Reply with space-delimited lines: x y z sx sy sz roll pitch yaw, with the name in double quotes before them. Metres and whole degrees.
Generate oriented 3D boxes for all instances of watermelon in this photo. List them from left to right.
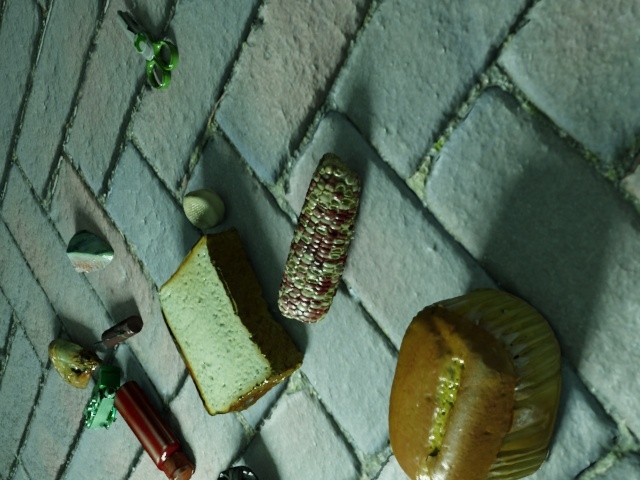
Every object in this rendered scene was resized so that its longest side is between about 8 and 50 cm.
"watermelon" -0.565 0.033 1.852 0.180 0.081 0.094 0 124 51

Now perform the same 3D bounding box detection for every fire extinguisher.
"fire extinguisher" -0.480 0.220 1.788 0.157 0.078 0.045 -27 85 41

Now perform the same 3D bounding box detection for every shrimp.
"shrimp" -0.631 0.321 1.977 0.267 0.061 0.145 -11 100 43

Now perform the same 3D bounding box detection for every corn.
"corn" 0.000 0.000 1.230 0.098 0.098 0.290 32 117 37

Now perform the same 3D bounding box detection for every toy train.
"toy train" -0.537 0.395 1.881 0.178 0.071 0.105 -57 35 41

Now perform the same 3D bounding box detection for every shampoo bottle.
"shampoo bottle" -0.378 0.442 1.739 0.260 0.064 0.102 44 135 29

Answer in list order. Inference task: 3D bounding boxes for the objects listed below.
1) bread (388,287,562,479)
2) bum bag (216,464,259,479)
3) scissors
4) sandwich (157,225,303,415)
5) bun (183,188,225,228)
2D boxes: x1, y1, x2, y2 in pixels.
"bread" 0.197 0.216 1.030 0.204 0.156 0.288 32 122 40
"bum bag" -0.100 0.590 1.467 0.340 0.095 0.144 53 128 14
"scissors" -0.358 -0.400 1.553 0.204 0.027 0.101 50 127 23
"sandwich" -0.183 0.169 1.453 0.271 0.099 0.301 -43 71 47
"bun" -0.219 -0.064 1.466 0.086 0.055 0.086 17 130 21
